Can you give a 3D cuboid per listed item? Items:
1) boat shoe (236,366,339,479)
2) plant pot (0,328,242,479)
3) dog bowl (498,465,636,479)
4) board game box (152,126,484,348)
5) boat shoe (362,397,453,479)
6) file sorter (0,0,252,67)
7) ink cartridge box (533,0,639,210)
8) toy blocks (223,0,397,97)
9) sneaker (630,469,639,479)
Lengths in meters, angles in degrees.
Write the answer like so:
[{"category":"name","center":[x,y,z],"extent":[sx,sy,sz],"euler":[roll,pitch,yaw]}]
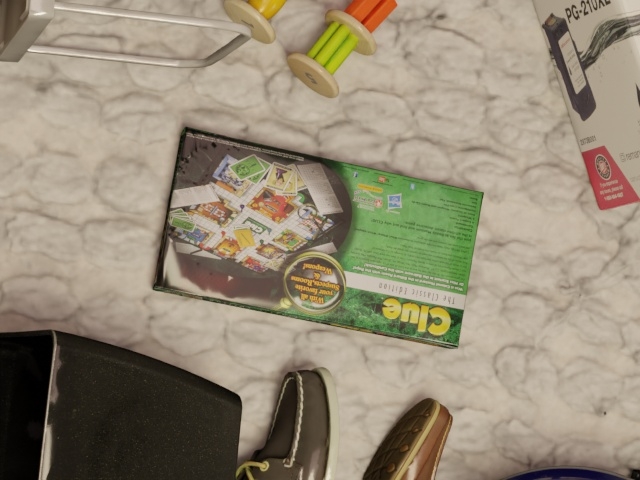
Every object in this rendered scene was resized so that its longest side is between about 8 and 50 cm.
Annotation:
[{"category":"boat shoe","center":[-0.035,0.210,1.487],"extent":[0.068,0.081,0.228],"euler":[9,86,-18]},{"category":"plant pot","center":[-0.163,0.171,1.416],"extent":[0.167,0.188,0.187],"euler":[9,83,-27]},{"category":"dog bowl","center":[0.195,0.313,1.481],"extent":[0.265,0.104,0.265],"euler":[0,88,8]},{"category":"board game box","center":[0.000,0.000,1.542],"extent":[0.259,0.030,0.136],"euler":[12,80,-13]},{"category":"boat shoe","center":[0.065,0.215,1.526],"extent":[0.060,0.064,0.178],"euler":[27,86,-16]},{"category":"file sorter","center":[-0.147,-0.283,1.443],"extent":[0.173,0.193,0.278],"euler":[3,85,-17]},{"category":"ink cartridge box","center":[0.267,-0.157,1.549],"extent":[0.100,0.172,0.237],"euler":[-18,90,-15]},{"category":"toy blocks","center":[0.011,-0.210,1.548],"extent":[0.123,0.054,0.148],"euler":[40,77,-8]},{"category":"sneaker","center":[0.292,0.297,1.564],"extent":[0.151,0.094,0.256],"euler":[21,79,-9]}]
